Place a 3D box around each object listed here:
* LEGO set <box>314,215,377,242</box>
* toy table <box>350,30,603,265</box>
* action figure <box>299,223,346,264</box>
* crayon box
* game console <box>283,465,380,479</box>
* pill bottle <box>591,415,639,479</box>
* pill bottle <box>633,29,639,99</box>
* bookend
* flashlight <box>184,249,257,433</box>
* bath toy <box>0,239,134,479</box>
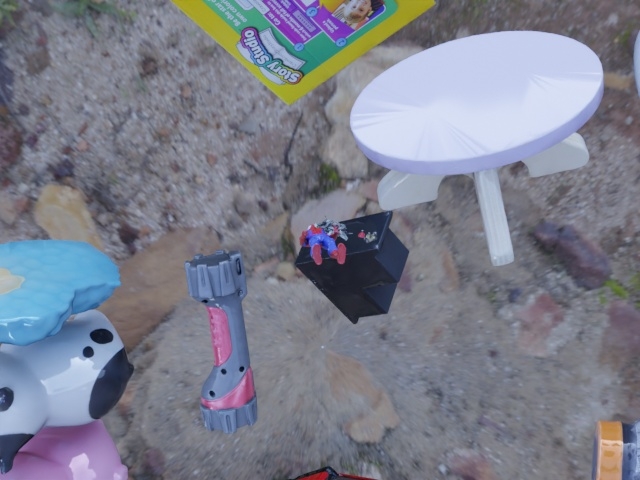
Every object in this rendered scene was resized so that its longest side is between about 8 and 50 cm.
[{"bbox_3d":[0.027,-0.015,1.161,0.083,0.054,0.023,3,101,2],"label":"LEGO set"},{"bbox_3d":[0.184,-0.115,1.126,0.275,0.161,0.252,-3,56,14],"label":"toy table"},{"bbox_3d":[0.000,0.000,0.959,0.038,0.115,0.030,-6,100,-9],"label":"action figure"},{"bbox_3d":[-0.044,-0.422,1.555,0.313,0.363,0.106,-31,48,20],"label":"crayon box"},{"bbox_3d":[-0.012,0.342,1.238,0.085,0.144,0.124,44,48,-13],"label":"game console"},{"bbox_3d":[0.422,0.250,1.060,0.246,0.130,0.130,3,84,12],"label":"pill bottle"},{"bbox_3d":[0.329,-0.129,0.473,0.182,0.323,0.181,22,49,-28],"label":"pill bottle"},{"bbox_3d":[0.074,0.043,1.443,0.156,0.157,0.072,46,49,-31],"label":"bookend"},{"bbox_3d":[-0.172,0.172,1.656,0.103,0.103,0.303,4,112,31],"label":"flashlight"},{"bbox_3d":[-0.208,0.179,0.740,0.152,0.129,0.348,-9,119,-21],"label":"bath toy"}]
